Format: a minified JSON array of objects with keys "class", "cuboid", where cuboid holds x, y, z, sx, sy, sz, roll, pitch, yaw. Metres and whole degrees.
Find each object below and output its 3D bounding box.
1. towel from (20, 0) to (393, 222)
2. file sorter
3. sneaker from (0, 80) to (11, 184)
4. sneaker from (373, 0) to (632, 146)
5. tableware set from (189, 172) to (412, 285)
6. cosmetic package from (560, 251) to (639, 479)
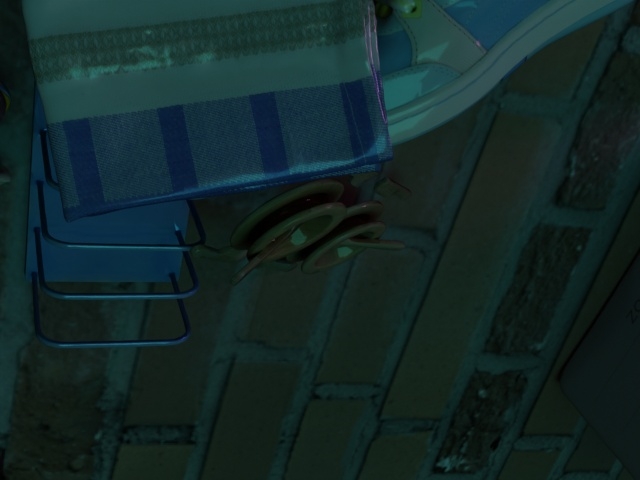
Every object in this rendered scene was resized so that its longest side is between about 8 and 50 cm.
[{"class":"towel","cuboid":[-0.073,-0.166,0.519,0.209,0.034,0.284,-9,96,-7]},{"class":"file sorter","cuboid":[-0.139,-0.021,0.626,0.118,0.104,0.170,1,120,-22]},{"class":"sneaker","cuboid":[-0.242,-0.110,0.561,0.084,0.069,0.185,-11,130,-24]},{"class":"sneaker","cuboid":[0.078,-0.207,0.582,0.319,0.127,0.208,-34,127,-7]},{"class":"tableware set","cuboid":[0.000,0.000,0.653,0.128,0.039,0.194,-32,166,14]},{"class":"cosmetic package","cuboid":[0.503,0.143,0.790,0.328,0.393,0.329,13,115,-27]}]
